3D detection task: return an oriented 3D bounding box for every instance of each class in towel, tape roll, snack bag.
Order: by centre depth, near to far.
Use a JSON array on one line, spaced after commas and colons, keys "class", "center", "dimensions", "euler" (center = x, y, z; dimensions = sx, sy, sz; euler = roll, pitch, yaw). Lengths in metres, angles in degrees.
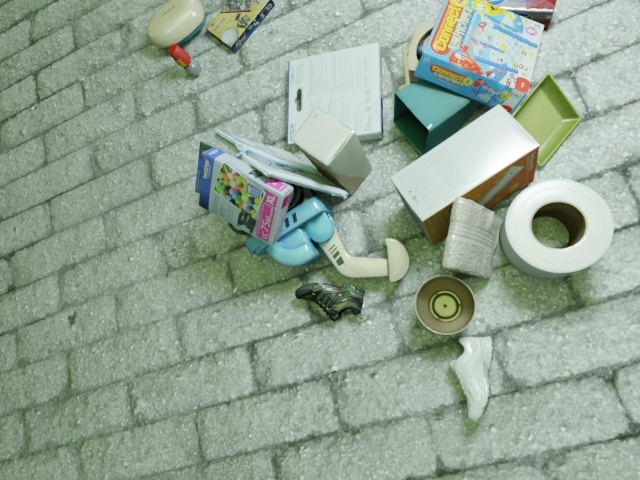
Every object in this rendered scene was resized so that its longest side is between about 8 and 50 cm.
[{"class": "tape roll", "center": [0.618, -0.024, 1.137], "dimensions": [0.246, 0.169, 0.246], "euler": [-3, 79, 17]}, {"class": "towel", "center": [0.414, 0.004, 1.141], "dimensions": [0.049, 0.282, 0.187], "euler": [9, 88, 42]}, {"class": "snack bag", "center": [-0.119, -0.235, 1.280], "dimensions": [0.342, 0.323, 0.037], "euler": [41, 112, 42]}]

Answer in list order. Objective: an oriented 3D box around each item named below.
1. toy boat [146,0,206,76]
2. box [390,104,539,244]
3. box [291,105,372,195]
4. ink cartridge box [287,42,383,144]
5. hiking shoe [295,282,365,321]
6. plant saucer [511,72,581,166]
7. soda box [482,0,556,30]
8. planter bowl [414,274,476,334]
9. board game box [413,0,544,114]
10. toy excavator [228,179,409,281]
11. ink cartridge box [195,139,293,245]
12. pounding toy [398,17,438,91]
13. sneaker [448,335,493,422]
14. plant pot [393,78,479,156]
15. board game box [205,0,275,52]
[{"class": "toy boat", "center": [-0.553, -0.803, 1.679], "dimensions": [0.267, 0.148, 0.318], "euler": [-21, 68, 16]}, {"class": "box", "center": [0.405, -0.173, 1.197], "dimensions": [0.345, 0.215, 0.168], "euler": [-34, 63, 9]}, {"class": "box", "center": [0.046, -0.259, 1.285], "dimensions": [0.148, 0.311, 0.121], "euler": [39, 93, 20]}, {"class": "ink cartridge box", "center": [0.049, -0.491, 1.460], "dimensions": [0.330, 0.071, 0.324], "euler": [-3, 79, 20]}, {"class": "hiking shoe", "center": [0.024, 0.194, 1.324], "dimensions": [0.227, 0.086, 0.114], "euler": [0, 76, 17]}, {"class": "plant saucer", "center": [0.629, -0.343, 1.217], "dimensions": [0.188, 0.045, 0.188], "euler": [40, 89, -21]}, {"class": "soda box", "center": [0.586, -0.727, 1.322], "dimensions": [0.263, 0.092, 0.083], "euler": [15, 85, 19]}, {"class": "planter bowl", "center": [0.355, 0.185, 1.210], "dimensions": [0.162, 0.109, 0.162], "euler": [-3, 79, 16]}, {"class": "board game box", "center": [0.464, -0.555, 1.233], "dimensions": [0.302, 0.086, 0.308], "euler": [23, 65, 2]}, {"class": "toy excavator", "center": [0.000, 0.000, 1.328], "dimensions": [0.433, 0.222, 0.445], "euler": [-31, 85, 12]}, {"class": "ink cartridge box", "center": [-0.238, -0.133, 1.191], "dimensions": [0.311, 0.065, 0.186], "euler": [30, 130, 13]}, {"class": "pounding toy", "center": [0.347, -0.583, 1.336], "dimensions": [0.154, 0.155, 0.269], "euler": [12, 83, 24]}, {"class": "sneaker", "center": [0.413, 0.378, 1.176], "dimensions": [0.115, 0.090, 0.232], "euler": [3, 72, 25]}, {"class": "plant pot", "center": [0.369, -0.411, 1.299], "dimensions": [0.234, 0.166, 0.165], "euler": [-33, 71, -4]}, {"class": "board game box", "center": [-0.316, -0.878, 1.661], "dimensions": [0.165, 0.042, 0.243], "euler": [43, 94, 20]}]
